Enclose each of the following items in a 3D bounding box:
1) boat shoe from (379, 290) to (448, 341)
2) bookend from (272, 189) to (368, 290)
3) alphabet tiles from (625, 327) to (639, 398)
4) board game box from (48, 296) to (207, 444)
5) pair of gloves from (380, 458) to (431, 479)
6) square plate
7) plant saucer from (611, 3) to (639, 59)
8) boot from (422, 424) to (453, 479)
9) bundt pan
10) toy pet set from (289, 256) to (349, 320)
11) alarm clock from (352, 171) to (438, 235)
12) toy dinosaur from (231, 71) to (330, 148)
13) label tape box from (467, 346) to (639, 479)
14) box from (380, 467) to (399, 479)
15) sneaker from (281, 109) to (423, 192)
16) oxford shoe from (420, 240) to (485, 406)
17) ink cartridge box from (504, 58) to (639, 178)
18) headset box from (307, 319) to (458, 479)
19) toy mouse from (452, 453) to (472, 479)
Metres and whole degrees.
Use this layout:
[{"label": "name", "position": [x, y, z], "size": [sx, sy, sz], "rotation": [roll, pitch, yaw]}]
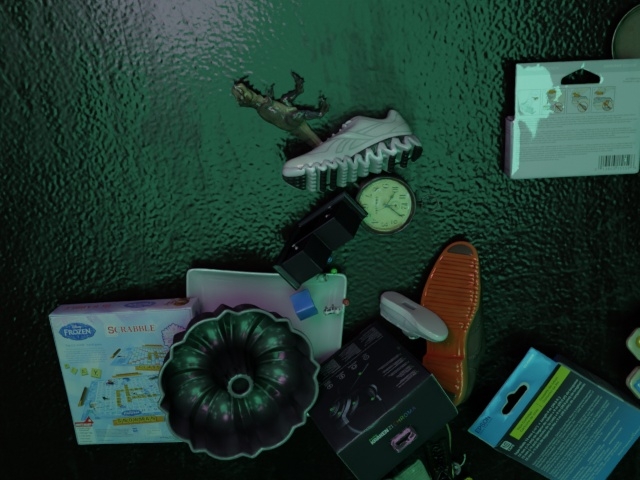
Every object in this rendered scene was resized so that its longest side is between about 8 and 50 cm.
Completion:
[{"label": "boat shoe", "position": [0.196, 0.177, 1.761], "size": [0.066, 0.184, 0.063], "rotation": [-21, 129, -43]}, {"label": "bookend", "position": [0.000, 0.000, 1.662], "size": [0.072, 0.157, 0.156], "rotation": [45, 130, -15]}, {"label": "alphabet tiles", "position": [0.810, 0.260, 1.844], "size": [0.278, 0.021, 0.284], "rotation": [46, 79, -16]}, {"label": "board game box", "position": [-0.398, 0.287, 1.776], "size": [0.318, 0.066, 0.318], "rotation": [-3, 108, 9]}, {"label": "pair of gloves", "position": [0.184, 0.621, 1.775], "size": [0.204, 0.042, 0.240], "rotation": [-23, 98, -27]}, {"label": "square plate", "position": [-0.123, 0.225, 1.810], "size": [0.344, 0.049, 0.347], "rotation": [2, 107, -4]}, {"label": "plant saucer", "position": [0.673, -0.404, 1.670], "size": [0.168, 0.029, 0.168], "rotation": [-1, 107, -3]}, {"label": "boot", "position": [0.268, 0.480, 1.854], "size": [0.077, 0.137, 0.198], "rotation": [-18, 92, 5]}, {"label": "bundt pan", "position": [-0.172, 0.273, 1.673], "size": [0.331, 0.124, 0.331], "rotation": [-4, 106, -14]}, {"label": "toy pet set", "position": [-0.005, 0.113, 1.723], "size": [0.114, 0.065, 0.122], "rotation": [-23, 106, 1]}, {"label": "alarm clock", "position": [0.153, -0.078, 1.723], "size": [0.192, 0.064, 0.129], "rotation": [1, 107, -1]}, {"label": "toy dinosaur", "position": [-0.050, -0.261, 1.659], "size": [0.268, 0.064, 0.118], "rotation": [35, 106, -18]}, {"label": "label tape box", "position": [0.537, 0.402, 1.875], "size": [0.347, 0.115, 0.249], "rotation": [31, 103, -10]}, {"label": "box", "position": [0.114, 0.506, 1.856], "size": [0.044, 0.159, 0.233], "rotation": [-35, 106, 8]}, {"label": "sneaker", "position": [0.055, -0.180, 1.644], "size": [0.292, 0.110, 0.118], "rotation": [-16, 71, -14]}, {"label": "oxford shoe", "position": [0.301, 0.181, 1.802], "size": [0.130, 0.132, 0.364], "rotation": [11, 96, 35]}, {"label": "ink cartridge box", "position": [0.523, -0.253, 1.693], "size": [0.275, 0.060, 0.239], "rotation": [-3, 107, -2]}, {"label": "headset box", "position": [0.110, 0.337, 1.703], "size": [0.246, 0.283, 0.131], "rotation": [-39, 119, -7]}, {"label": "toy mouse", "position": [0.296, 0.574, 1.955], "size": [0.143, 0.031, 0.161], "rotation": [7, 107, -6]}]
